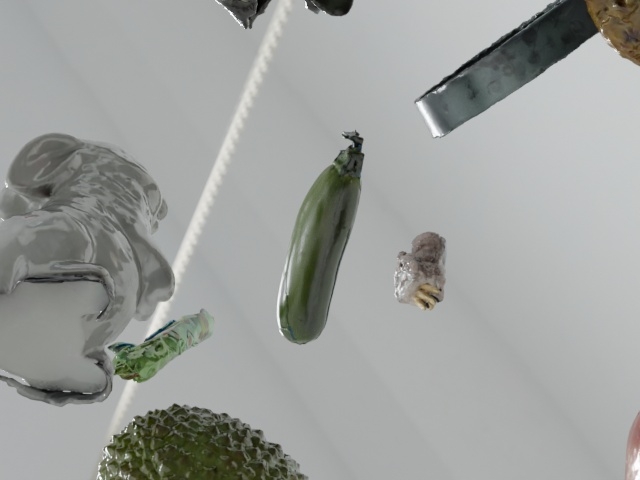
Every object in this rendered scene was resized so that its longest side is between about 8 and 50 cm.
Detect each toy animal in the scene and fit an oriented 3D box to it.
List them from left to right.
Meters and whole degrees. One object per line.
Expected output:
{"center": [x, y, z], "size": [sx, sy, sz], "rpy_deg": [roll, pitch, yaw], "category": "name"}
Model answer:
{"center": [-0.288, 0.006, 1.389], "size": [0.257, 0.194, 0.357], "rpy_deg": [14, -145, -10], "category": "toy animal"}

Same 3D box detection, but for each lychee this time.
{"center": [-0.127, 0.337, 1.418], "size": [0.320, 0.270, 0.270], "rpy_deg": [35, -148, -11], "category": "lychee"}

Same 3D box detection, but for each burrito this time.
{"center": [-0.241, 0.153, 1.780], "size": [0.104, 0.054, 0.288], "rpy_deg": [-12, -173, 16], "category": "burrito"}

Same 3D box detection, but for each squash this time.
{"center": [0.001, 0.001, 1.761], "size": [0.087, 0.332, 0.087], "rpy_deg": [15, -162, -5], "category": "squash"}

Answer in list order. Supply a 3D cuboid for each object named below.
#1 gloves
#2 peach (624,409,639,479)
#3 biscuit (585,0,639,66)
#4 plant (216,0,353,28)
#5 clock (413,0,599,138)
{"center": [0.173, 0.053, 2.111], "size": [0.094, 0.110, 0.144], "rpy_deg": [13, -152, 12], "category": "gloves"}
{"center": [0.542, 0.295, 1.516], "size": [0.370, 0.370, 0.370], "rpy_deg": [18, -145, -13], "category": "peach"}
{"center": [0.432, -0.333, 1.401], "size": [0.334, 0.289, 0.081], "rpy_deg": [53, -154, -25], "category": "biscuit"}
{"center": [-0.078, -0.429, 1.826], "size": [0.276, 0.188, 0.199], "rpy_deg": [19, -133, -34], "category": "plant"}
{"center": [0.264, -0.249, 1.678], "size": [0.061, 0.312, 0.312], "rpy_deg": [55, -145, -5], "category": "clock"}
